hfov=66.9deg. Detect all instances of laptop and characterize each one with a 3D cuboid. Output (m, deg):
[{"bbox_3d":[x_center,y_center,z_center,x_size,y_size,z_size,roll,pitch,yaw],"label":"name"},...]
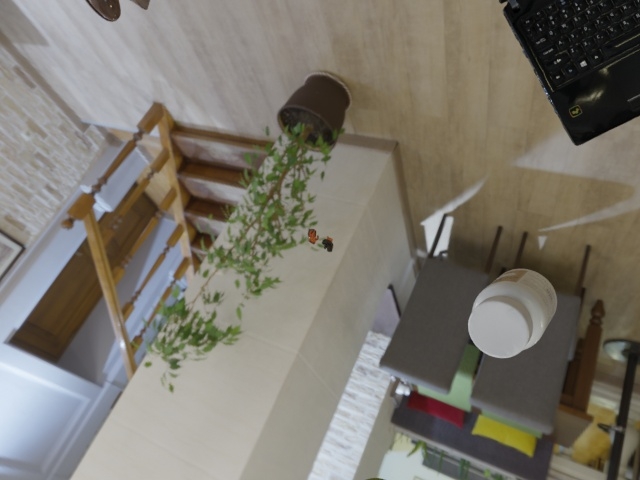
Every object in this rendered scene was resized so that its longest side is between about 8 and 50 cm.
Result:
[{"bbox_3d":[0.295,-0.264,0.429,0.265,0.234,0.136,64,-168,4],"label":"laptop"}]

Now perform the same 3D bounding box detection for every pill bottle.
[{"bbox_3d":[0.364,0.137,0.922,0.131,0.131,0.229,11,-166,32],"label":"pill bottle"}]

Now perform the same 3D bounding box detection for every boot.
[{"bbox_3d":[-0.218,-0.270,0.530,0.114,0.037,0.106,31,161,20],"label":"boot"}]

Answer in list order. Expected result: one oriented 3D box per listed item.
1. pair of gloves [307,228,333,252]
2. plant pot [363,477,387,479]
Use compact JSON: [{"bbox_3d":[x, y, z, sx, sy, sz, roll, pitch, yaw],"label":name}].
[{"bbox_3d":[0.000,0.000,1.339,0.083,0.074,0.010,30,119,-14],"label":"pair of gloves"},{"bbox_3d":[0.075,0.343,0.583,0.083,0.083,0.079,28,168,-2],"label":"plant pot"}]
